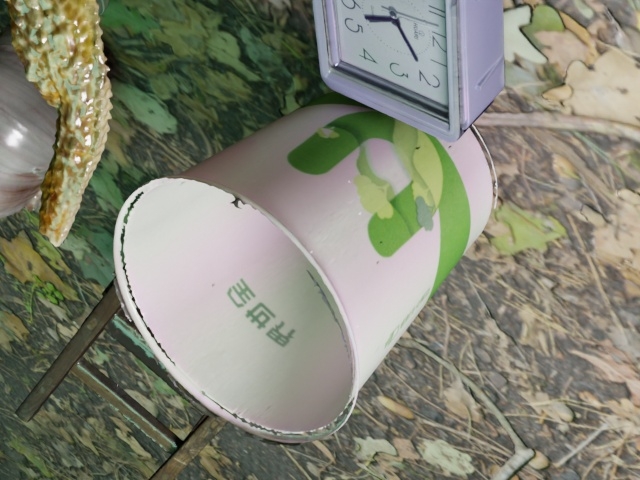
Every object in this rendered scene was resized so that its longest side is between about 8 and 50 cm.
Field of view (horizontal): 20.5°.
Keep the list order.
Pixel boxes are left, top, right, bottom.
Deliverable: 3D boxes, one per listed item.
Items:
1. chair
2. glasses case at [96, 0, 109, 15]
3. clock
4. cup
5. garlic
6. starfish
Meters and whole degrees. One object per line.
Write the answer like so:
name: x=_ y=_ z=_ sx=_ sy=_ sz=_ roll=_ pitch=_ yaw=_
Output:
chair: x=-0.113 y=0.064 z=1.830 sx=0.203 sy=0.240 sz=0.416 roll=41 pitch=134 yaw=-1
glasses case: x=-0.289 y=-0.266 z=1.744 sx=0.197 sy=0.049 sz=0.076 roll=20 pitch=145 yaw=33
clock: x=0.070 y=-0.184 z=1.409 sx=0.145 sy=0.073 sz=0.193 roll=26 pitch=148 yaw=26
cup: x=0.000 y=0.000 z=1.511 sx=0.253 sy=0.274 sz=0.253 roll=24 pitch=133 yaw=28
garlic: x=-0.321 y=-0.142 z=1.864 sx=0.256 sy=0.207 sz=0.207 roll=-119 pitch=5 yaw=-50
starfish: x=-0.176 y=-0.259 z=1.379 sx=0.384 sy=0.132 sz=0.398 roll=-33 pitch=77 yaw=20
